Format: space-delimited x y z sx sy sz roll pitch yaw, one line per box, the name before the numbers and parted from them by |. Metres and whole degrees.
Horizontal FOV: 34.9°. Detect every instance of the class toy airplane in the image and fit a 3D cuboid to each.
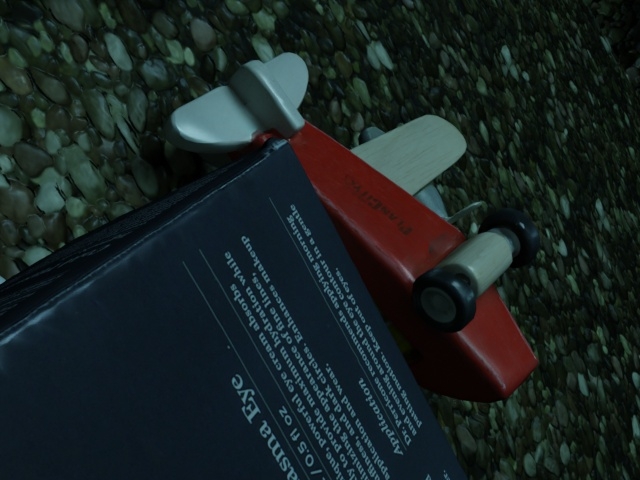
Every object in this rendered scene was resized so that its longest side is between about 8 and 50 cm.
toy airplane | 0.000 0.000 1.034 0.386 0.272 0.384 5 48 -15

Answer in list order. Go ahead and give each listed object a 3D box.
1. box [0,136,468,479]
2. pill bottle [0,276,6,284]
box | -0.069 0.177 0.453 0.343 0.179 0.312 62 31 -9
pill bottle | -0.225 0.074 0.788 0.116 0.065 0.065 45 38 -32
